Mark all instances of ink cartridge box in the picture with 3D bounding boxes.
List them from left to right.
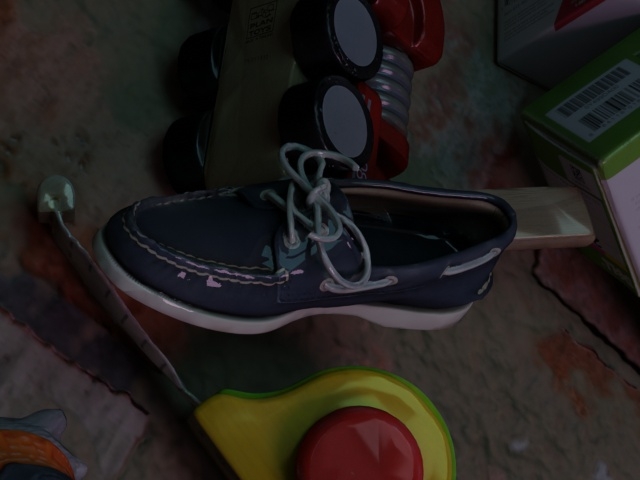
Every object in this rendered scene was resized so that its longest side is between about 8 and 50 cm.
[{"bbox_3d":[0.197,-0.214,1.304,0.072,0.127,0.175,23,55,-30],"label":"ink cartridge box"},{"bbox_3d":[0.273,-0.026,1.248,0.189,0.097,0.255,-34,127,-11],"label":"ink cartridge box"}]

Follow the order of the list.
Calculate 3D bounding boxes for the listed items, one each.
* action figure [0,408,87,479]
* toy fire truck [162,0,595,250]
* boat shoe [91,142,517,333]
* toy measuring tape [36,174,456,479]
[{"bbox_3d":[-0.080,0.202,0.762,0.341,0.178,0.330,10,35,-39],"label":"action figure"},{"bbox_3d":[0.048,-0.083,1.121,0.246,0.158,0.217,36,51,-44],"label":"toy fire truck"},{"bbox_3d":[0.000,0.000,0.959,0.255,0.079,0.095,8,43,-34],"label":"boat shoe"},{"bbox_3d":[-0.021,0.076,0.987,0.330,0.121,0.121,53,46,3],"label":"toy measuring tape"}]
